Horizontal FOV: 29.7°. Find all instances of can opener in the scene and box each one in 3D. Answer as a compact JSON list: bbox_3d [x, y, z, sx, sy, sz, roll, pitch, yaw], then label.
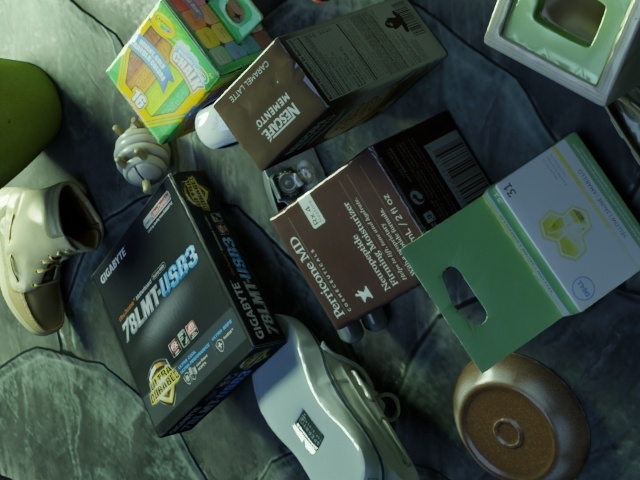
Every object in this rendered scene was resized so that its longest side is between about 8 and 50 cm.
[{"bbox_3d":[0.000,0.000,1.634,0.283,0.076,0.095,66,165,-6],"label":"can opener"}]

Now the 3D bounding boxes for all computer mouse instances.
[{"bbox_3d":[-0.069,-0.170,1.542,0.193,0.042,0.106,-24,96,1],"label":"computer mouse"}]

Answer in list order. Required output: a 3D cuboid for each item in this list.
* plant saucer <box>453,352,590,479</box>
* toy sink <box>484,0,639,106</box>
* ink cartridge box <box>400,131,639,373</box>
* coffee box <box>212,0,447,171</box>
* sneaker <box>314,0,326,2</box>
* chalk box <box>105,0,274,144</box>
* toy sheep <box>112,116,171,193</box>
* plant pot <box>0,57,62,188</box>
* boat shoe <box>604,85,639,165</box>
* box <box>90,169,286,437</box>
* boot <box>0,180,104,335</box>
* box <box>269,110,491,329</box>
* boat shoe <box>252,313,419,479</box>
[{"bbox_3d":[0.248,0.241,1.553,0.198,0.036,0.199,18,121,32],"label":"plant saucer"},{"bbox_3d":[0.286,-0.280,1.212,0.152,0.131,0.234,34,127,22],"label":"toy sink"},{"bbox_3d":[0.232,0.012,1.333,0.171,0.235,0.056,56,163,3],"label":"ink cartridge box"},{"bbox_3d":[0.015,-0.186,1.398,0.098,0.246,0.141,55,133,5],"label":"coffee box"},{"bbox_3d":[-0.010,-0.437,1.392,0.136,0.116,0.314,32,127,25],"label":"sneaker"},{"bbox_3d":[-0.157,-0.249,1.586,0.132,0.132,0.213,53,133,6],"label":"chalk box"},{"bbox_3d":[-0.259,-0.123,1.750,0.091,0.091,0.132,-42,42,43],"label":"toy sheep"},{"bbox_3d":[-0.546,-0.173,1.828,0.274,0.293,0.275,18,121,32],"label":"plant pot"},{"bbox_3d":[0.356,-0.102,1.295,0.056,0.048,0.153,-33,88,43],"label":"boat shoe"},{"bbox_3d":[-0.206,0.097,1.783,0.295,0.073,0.293,-44,65,41],"label":"box"},{"bbox_3d":[-0.434,0.032,1.974,0.203,0.095,0.262,-5,103,39],"label":"boot"},{"bbox_3d":[0.087,-0.024,1.469,0.203,0.167,0.168,-34,87,43],"label":"box"},{"bbox_3d":[0.034,0.233,1.654,0.136,0.156,0.367,-63,36,17],"label":"boat shoe"}]
